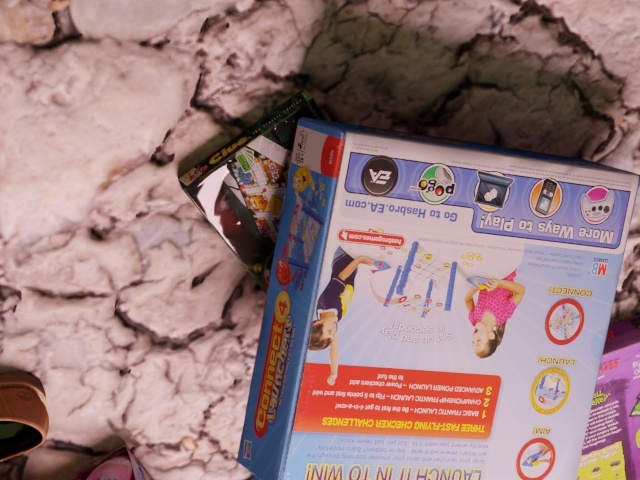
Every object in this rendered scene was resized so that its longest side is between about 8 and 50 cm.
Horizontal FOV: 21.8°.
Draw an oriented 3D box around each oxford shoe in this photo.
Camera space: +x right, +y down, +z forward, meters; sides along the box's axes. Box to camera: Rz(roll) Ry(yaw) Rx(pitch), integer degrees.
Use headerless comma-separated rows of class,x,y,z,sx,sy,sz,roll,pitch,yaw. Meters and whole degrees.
oxford shoe,-0.335,0.168,1.408,0.212,0.076,0.076,-14,124,-10

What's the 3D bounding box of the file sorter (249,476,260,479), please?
file sorter,0.016,0.289,1.586,0.118,0.104,0.170,-36,124,2

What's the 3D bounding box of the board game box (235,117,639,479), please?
board game box,0.104,0.065,1.427,0.308,0.086,0.301,7,99,-29

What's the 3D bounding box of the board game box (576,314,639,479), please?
board game box,0.352,0.160,1.668,0.347,0.056,0.208,-18,127,-10

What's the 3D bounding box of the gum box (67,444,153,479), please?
gum box,-0.226,0.286,1.522,0.188,0.062,0.107,-32,123,1

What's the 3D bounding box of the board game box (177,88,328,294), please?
board game box,0.000,0.000,1.458,0.136,0.030,0.259,-36,124,0
